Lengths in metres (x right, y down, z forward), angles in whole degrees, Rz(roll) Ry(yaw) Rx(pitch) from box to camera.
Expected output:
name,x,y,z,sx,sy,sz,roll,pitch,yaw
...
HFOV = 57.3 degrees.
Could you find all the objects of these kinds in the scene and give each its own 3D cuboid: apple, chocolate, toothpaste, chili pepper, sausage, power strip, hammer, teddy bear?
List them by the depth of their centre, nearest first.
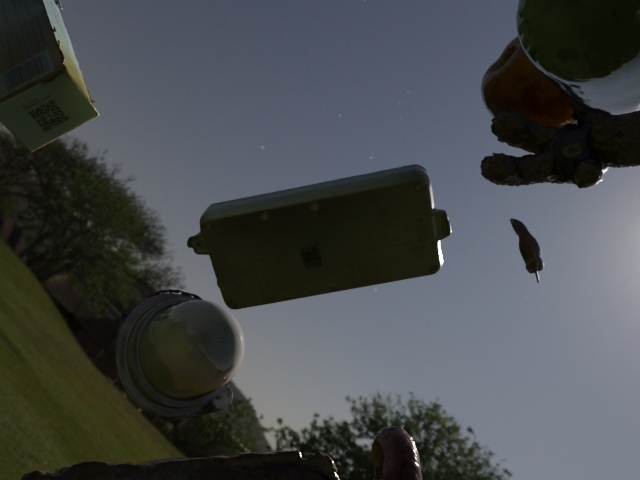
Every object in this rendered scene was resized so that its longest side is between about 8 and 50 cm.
name,x,y,z,sx,sy,sz,roll,pitch,yaw
hammer,0.259,-0.285,0.491,0.119,0.335,0.206,10,6,33
power strip,0.000,0.000,0.624,0.046,0.270,0.118,-88,167,-66
toothpaste,-0.326,-0.229,0.643,0.313,0.089,0.071,59,-3,35
chocolate,-0.186,0.169,0.873,0.147,0.221,0.221,-13,-59,48
sausage,0.096,0.398,0.878,0.103,0.302,0.076,-15,-68,30
teddy bear,0.383,-0.143,0.895,0.251,0.182,0.129,-1,-25,29
apple,0.379,-0.262,1.022,0.173,0.160,0.195,31,0,-10
chili pepper,0.445,0.015,1.252,0.050,0.041,0.153,117,-33,-59

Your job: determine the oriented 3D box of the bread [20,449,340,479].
name,x,y,z,sx,sy,sz,roll,pitch,yaw
bread,-0.072,0.213,0.327,0.181,0.222,0.096,-117,-142,-51
